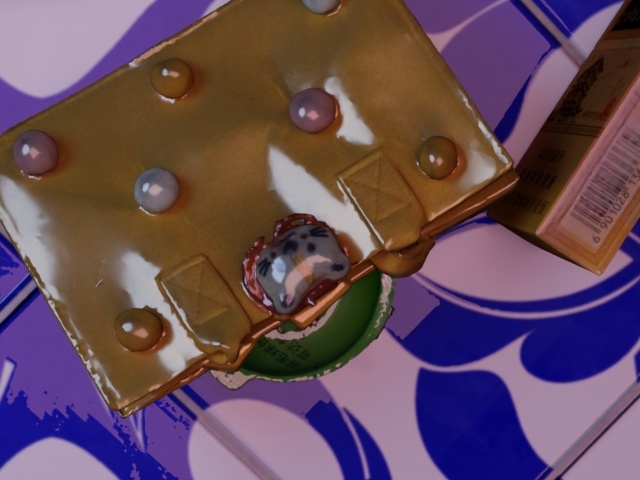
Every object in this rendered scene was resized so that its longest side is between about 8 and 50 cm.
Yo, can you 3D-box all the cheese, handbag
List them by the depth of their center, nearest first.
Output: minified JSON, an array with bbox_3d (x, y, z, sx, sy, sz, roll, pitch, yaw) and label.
[{"bbox_3d":[-0.060,-0.055,1.073,0.401,0.133,0.283,-30,74,-4],"label":"handbag"},{"bbox_3d":[0.000,0.000,1.161,0.204,0.083,0.320,43,90,-6],"label":"cheese"}]

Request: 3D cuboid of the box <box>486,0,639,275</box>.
[{"bbox_3d":[0.271,-0.111,1.137,0.076,0.174,0.274,32,93,-10],"label":"box"}]
